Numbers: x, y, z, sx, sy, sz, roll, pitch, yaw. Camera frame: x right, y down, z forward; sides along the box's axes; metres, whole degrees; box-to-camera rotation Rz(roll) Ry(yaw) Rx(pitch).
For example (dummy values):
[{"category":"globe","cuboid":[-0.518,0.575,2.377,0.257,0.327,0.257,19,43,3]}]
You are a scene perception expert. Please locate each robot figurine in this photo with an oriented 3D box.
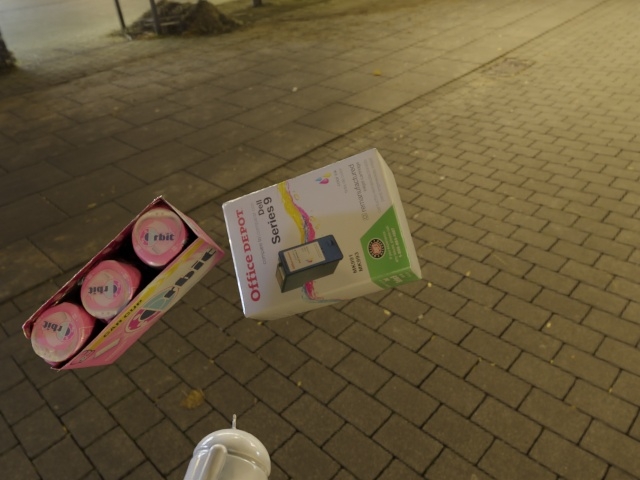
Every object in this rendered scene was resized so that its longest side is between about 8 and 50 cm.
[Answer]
[{"category":"robot figurine","cuboid":[-0.236,0.613,1.211,0.200,0.299,0.353,6,43,7]}]

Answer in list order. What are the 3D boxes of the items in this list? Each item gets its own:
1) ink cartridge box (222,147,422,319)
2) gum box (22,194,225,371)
[{"category":"ink cartridge box","cuboid":[0.000,0.000,0.634,0.213,0.093,0.154,-18,74,16]},{"category":"gum box","cuboid":[-0.198,0.051,0.524,0.062,0.107,0.188,44,84,9]}]
